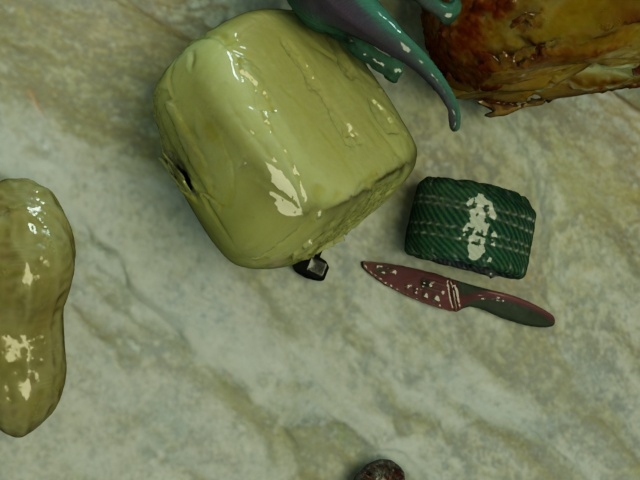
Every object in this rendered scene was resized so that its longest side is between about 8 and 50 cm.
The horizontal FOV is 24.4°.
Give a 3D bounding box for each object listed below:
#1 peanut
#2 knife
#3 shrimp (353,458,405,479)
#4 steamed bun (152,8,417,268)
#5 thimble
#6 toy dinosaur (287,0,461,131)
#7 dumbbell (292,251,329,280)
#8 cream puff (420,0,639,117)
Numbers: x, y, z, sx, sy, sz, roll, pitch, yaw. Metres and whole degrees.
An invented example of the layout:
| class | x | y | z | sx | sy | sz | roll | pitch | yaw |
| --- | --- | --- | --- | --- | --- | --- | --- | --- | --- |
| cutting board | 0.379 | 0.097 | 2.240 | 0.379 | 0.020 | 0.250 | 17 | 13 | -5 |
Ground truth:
| class | x | y | z | sx | sy | sz | roll | pitch | yaw |
| --- | --- | --- | --- | --- | --- | --- | --- | --- | --- |
| peanut | -0.278 | 0.061 | 1.344 | 0.110 | 0.120 | 0.236 | 7 | 80 | -64 |
| knife | 0.151 | 0.061 | 1.608 | 0.247 | 0.018 | 0.035 | 16 | 88 | -22 |
| shrimp | 0.042 | 0.306 | 1.538 | 0.065 | 0.056 | 0.165 | 20 | 85 | -31 |
| steamed bun | -0.045 | -0.096 | 1.417 | 0.232 | 0.166 | 0.273 | 51 | 37 | 3 |
| thimble | 0.158 | -0.012 | 1.551 | 0.135 | 0.118 | 0.090 | 15 | 86 | -25 |
| toy dinosaur | -0.044 | -0.276 | 1.368 | 0.331 | 0.383 | 0.129 | 18 | 126 | -28 |
| dumbbell | 0.000 | 0.000 | 1.521 | 0.036 | 0.040 | 0.083 | 20 | 81 | 7 |
| cream puff | 0.262 | -0.263 | 1.483 | 0.350 | 0.350 | 0.228 | -4 | 84 | -25 |
